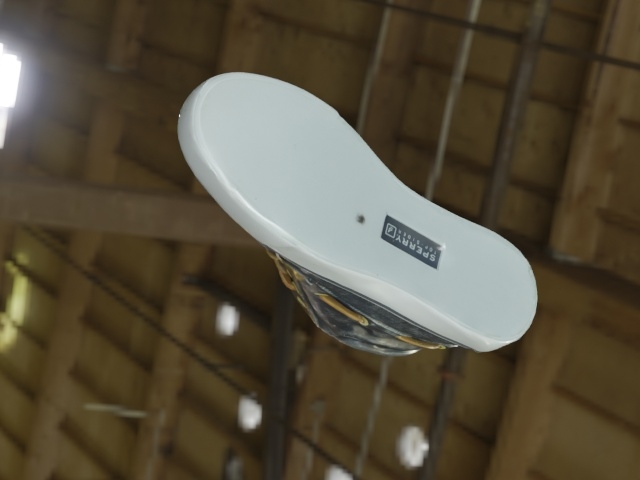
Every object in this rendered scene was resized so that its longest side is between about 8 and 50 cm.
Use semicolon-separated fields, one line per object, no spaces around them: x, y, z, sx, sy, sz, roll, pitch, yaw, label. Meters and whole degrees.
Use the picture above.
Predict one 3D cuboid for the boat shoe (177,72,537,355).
0.000;0.000;0.682;0.083;0.183;0.065;-19;-136;52;boat shoe
